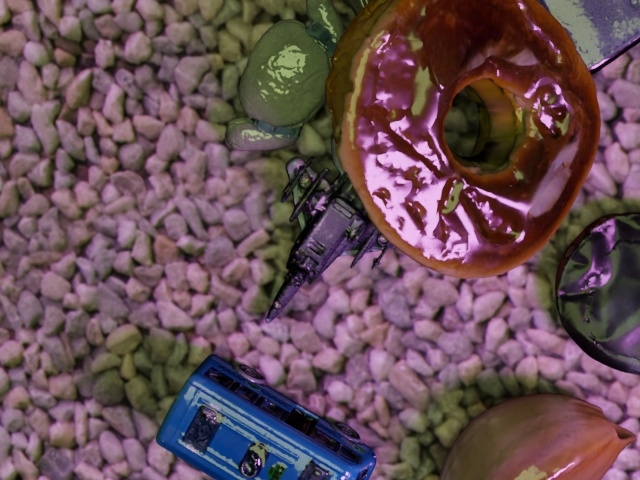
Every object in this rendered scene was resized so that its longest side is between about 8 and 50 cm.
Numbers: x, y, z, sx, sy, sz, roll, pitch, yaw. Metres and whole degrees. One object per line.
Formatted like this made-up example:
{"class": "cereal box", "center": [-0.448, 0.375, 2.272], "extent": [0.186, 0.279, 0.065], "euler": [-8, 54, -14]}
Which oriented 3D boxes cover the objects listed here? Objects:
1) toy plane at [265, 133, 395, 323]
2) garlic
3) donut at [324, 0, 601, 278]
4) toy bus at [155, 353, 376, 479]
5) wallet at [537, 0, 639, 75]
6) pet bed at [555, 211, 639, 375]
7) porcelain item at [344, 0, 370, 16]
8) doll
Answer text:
{"class": "toy plane", "center": [-0.001, 0.001, 1.266], "extent": [0.169, 0.078, 0.246], "euler": [36, 99, 3]}
{"class": "garlic", "center": [0.225, 0.336, 1.239], "extent": [0.196, 0.151, 0.338], "euler": [20, 99, -7]}
{"class": "donut", "center": [0.149, -0.131, 1.162], "extent": [0.330, 0.160, 0.330], "euler": [-5, 106, -19]}
{"class": "toy bus", "center": [-0.063, 0.245, 1.268], "extent": [0.246, 0.134, 0.113], "euler": [31, 98, 5]}
{"class": "wallet", "center": [0.266, -0.384, 1.212], "extent": [0.191, 0.046, 0.379], "euler": [-34, 89, 8]}
{"class": "pet bed", "center": [0.367, 0.059, 1.234], "extent": [0.201, 0.053, 0.201], "euler": [1, 96, 7]}
{"class": "porcelain item", "center": [0.045, -0.309, 1.245], "extent": [0.081, 0.069, 0.215], "euler": [-38, 84, 14]}
{"class": "doll", "center": [-0.038, -0.191, 1.258], "extent": [0.103, 0.071, 0.214], "euler": [32, 102, 5]}
